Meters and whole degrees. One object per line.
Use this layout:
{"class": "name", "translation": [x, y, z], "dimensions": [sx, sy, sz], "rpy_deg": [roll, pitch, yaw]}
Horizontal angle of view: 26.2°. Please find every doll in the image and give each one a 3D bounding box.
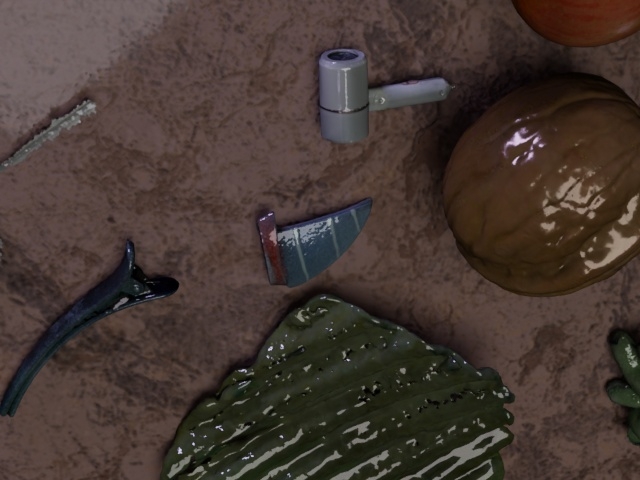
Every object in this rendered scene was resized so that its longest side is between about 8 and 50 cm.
{"class": "doll", "translation": [0.378, 0.164, 1.541], "dimensions": [0.115, 0.077, 0.150], "rpy_deg": [-3, 122, 39]}

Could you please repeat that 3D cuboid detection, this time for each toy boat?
{"class": "toy boat", "translation": [0.001, 0.000, 1.383], "dimensions": [0.122, 0.034, 0.096], "rpy_deg": [-15, 125, -8]}

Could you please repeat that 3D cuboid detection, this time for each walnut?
{"class": "walnut", "translation": [0.224, -0.052, 1.318], "dimensions": [0.228, 0.228, 0.228], "rpy_deg": [-6, 118, -11]}

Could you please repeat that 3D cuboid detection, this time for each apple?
{"class": "apple", "translation": [0.230, -0.275, 1.210], "dimensions": [0.164, 0.209, 0.209], "rpy_deg": [-26, 120, -9]}

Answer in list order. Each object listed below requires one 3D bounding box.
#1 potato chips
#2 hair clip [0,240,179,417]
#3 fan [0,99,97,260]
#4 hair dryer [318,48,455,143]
{"class": "potato chips", "translation": [0.035, 0.254, 1.486], "dimensions": [0.373, 0.097, 0.389], "rpy_deg": [29, 107, -27]}
{"class": "hair clip", "translation": [-0.248, 0.094, 1.371], "dimensions": [0.229, 0.039, 0.070], "rpy_deg": [-40, 118, 13]}
{"class": "fan", "translation": [-0.341, -0.037, 1.289], "dimensions": [0.329, 0.009, 0.191], "rpy_deg": [-36, 118, 9]}
{"class": "hair dryer", "translation": [0.065, -0.145, 1.322], "dimensions": [0.137, 0.047, 0.082], "rpy_deg": [-9, 118, -16]}
